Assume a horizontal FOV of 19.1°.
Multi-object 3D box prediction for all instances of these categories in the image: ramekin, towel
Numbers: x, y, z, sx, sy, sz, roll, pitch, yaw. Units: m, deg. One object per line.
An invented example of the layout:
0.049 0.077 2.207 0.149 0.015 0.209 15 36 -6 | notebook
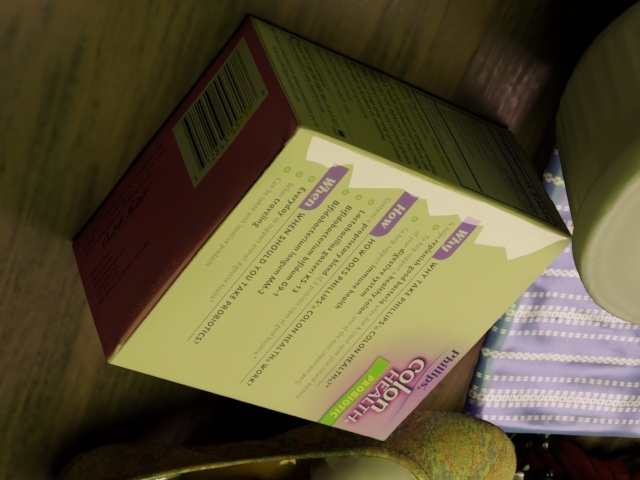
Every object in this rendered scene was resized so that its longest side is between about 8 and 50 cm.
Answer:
0.274 -0.066 1.206 0.272 0.127 0.273 -12 147 -8 | ramekin
0.257 0.008 1.383 0.243 0.040 0.336 5 117 -24 | towel

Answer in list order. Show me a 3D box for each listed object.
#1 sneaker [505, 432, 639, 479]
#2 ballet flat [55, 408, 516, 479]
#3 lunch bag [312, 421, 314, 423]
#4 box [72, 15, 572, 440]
0.201 0.232 1.591 0.276 0.098 0.135 18 121 -37 | sneaker
-0.032 0.198 1.371 0.348 0.123 0.123 -5 137 8 | ballet flat
0.011 0.200 1.479 0.129 0.096 0.151 -38 133 15 | lunch bag
0.000 0.000 1.262 0.243 0.117 0.213 20 122 -36 | box
